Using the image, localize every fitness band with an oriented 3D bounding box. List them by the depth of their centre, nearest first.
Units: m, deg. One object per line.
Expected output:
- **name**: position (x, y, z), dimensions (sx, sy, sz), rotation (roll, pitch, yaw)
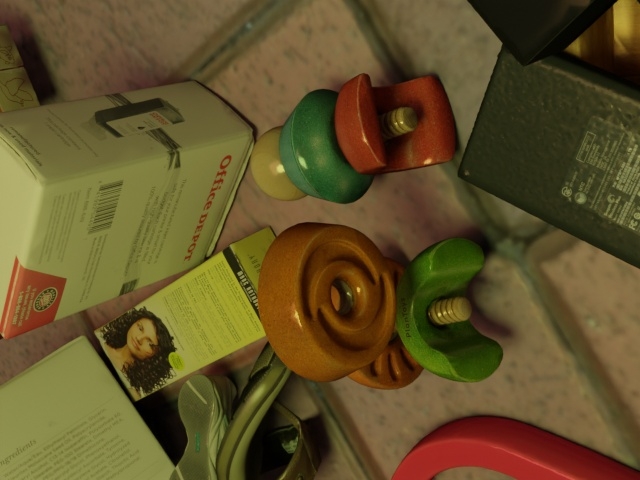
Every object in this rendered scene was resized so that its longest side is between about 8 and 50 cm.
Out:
- **fitness band**: position (0.183, 0.255, 0.686), dimensions (0.291, 0.054, 0.209), rotation (20, 116, 28)

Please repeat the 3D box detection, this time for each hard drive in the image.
- **hard drive**: position (0.152, -0.051, 0.513), dimensions (0.135, 0.022, 0.094), rotation (30, 123, 24)

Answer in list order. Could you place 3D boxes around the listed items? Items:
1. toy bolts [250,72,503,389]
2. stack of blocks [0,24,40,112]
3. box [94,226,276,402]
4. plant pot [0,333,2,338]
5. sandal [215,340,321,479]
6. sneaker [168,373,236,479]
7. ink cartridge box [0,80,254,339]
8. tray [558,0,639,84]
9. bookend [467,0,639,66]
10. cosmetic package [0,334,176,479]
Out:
- **toy bolts**: position (0.000, 0.000, 0.641), dimensions (0.158, 0.218, 0.228), rotation (-15, 80, 45)
- **stack of blocks**: position (-0.416, -0.120, 0.907), dimensions (0.297, 0.171, 0.087), rotation (-19, 96, 39)
- **box**: position (-0.116, 0.075, 0.832), dimensions (0.232, 0.058, 0.087), rotation (-32, 88, 39)
- **plant pot**: position (-0.313, -0.008, 0.870), dimensions (0.191, 0.174, 0.191), rotation (14, 115, 32)
- **sandal**: position (-0.044, 0.210, 0.812), dimensions (0.086, 0.120, 0.303), rotation (12, 120, 5)
- **sneaker**: position (-0.105, 0.202, 0.848), dimensions (0.053, 0.061, 0.152), rotation (9, 91, 29)
- **ink cartridge box**: position (-0.175, -0.033, 0.730), dimensions (0.092, 0.218, 0.158), rotation (43, 127, 23)
- **tray**: position (0.323, -0.122, 0.421), dimensions (0.411, 0.076, 0.203), rotation (5, 110, 36)
- **bookend**: position (0.160, -0.134, 0.443), dimensions (0.157, 0.072, 0.156), rotation (52, 130, 8)
- **cosmetic package**: position (-0.258, 0.225, 0.905), dimensions (0.184, 0.151, 0.151), rotation (54, 154, 8)
